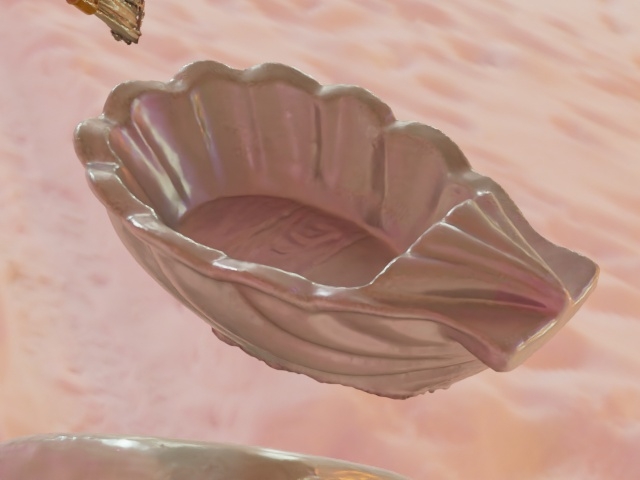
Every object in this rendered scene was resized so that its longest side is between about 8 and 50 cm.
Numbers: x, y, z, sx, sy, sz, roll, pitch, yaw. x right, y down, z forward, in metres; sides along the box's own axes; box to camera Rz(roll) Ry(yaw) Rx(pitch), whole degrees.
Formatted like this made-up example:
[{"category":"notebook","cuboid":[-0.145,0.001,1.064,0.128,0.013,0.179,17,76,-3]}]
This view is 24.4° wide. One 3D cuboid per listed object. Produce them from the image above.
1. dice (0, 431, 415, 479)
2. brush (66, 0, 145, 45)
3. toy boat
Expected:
[{"category":"dice","cuboid":[-0.076,0.260,0.872,0.262,0.265,0.268,-7,-20,40]},{"category":"brush","cuboid":[-0.126,-0.156,0.631,0.010,0.083,0.218,3,-12,25]},{"category":"toy boat","cuboid":[0.000,0.000,0.806,0.290,0.100,0.199,26,42,27]}]
